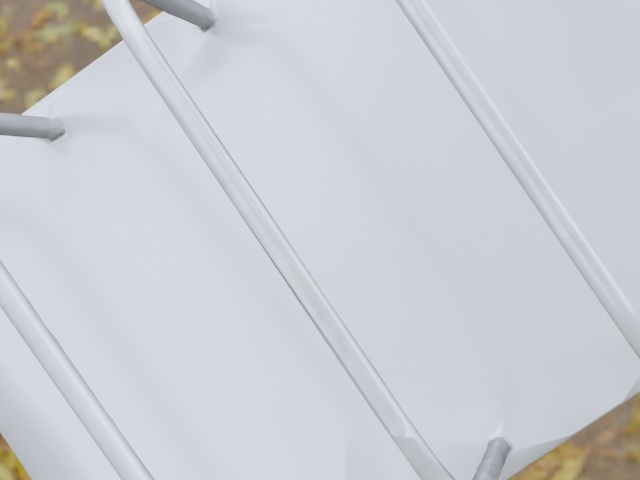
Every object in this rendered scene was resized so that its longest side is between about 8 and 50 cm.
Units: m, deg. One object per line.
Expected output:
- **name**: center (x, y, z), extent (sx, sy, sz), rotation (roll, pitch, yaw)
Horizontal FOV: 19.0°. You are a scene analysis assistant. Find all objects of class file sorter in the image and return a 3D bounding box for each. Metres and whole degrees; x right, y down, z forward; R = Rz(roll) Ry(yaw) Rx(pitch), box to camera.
- **file sorter**: center (0.000, 0.000, 0.564), extent (0.277, 0.193, 0.173), rotation (-35, -3, 9)
